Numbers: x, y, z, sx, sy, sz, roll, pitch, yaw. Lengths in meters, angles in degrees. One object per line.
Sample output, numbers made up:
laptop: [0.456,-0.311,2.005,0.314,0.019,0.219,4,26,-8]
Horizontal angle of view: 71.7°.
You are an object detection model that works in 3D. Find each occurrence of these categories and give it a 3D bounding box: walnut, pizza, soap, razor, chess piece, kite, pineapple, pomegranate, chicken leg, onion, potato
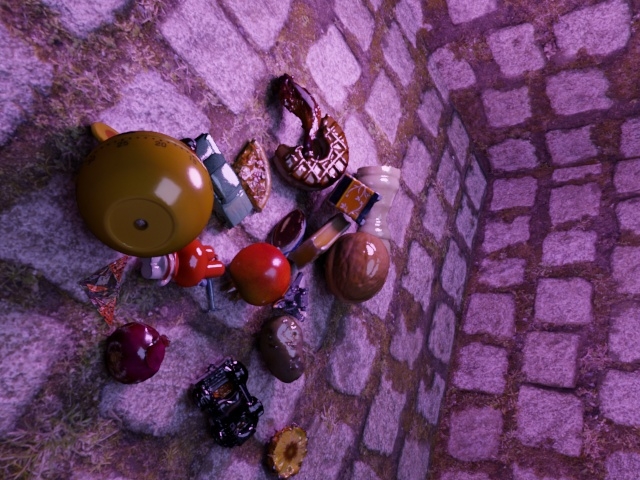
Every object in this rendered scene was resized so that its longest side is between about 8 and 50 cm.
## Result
walnut: [0.159,0.121,1.951,0.333,0.333,0.332,5,84,-51]
pizza: [-0.258,-0.247,1.652,0.197,0.058,0.291,1,87,-50]
soap: [0.000,0.000,1.846,0.089,0.173,0.274,50,39,-3]
razor: [-0.373,0.175,1.505,0.068,0.040,0.134,-5,85,-52]
chess piece: [0.270,-0.134,2.189,0.234,0.234,0.441,10,85,-50]
kite: [-0.611,0.127,1.230,0.125,0.008,0.222,24,69,-47]
pineapple: [-0.135,0.812,1.716,0.225,0.076,0.224,3,87,-48]
pomegranate: [-0.229,0.128,1.556,0.257,0.221,0.220,-25,110,-15]
chicken leg: [-0.068,-0.498,1.757,0.158,0.096,0.406,-9,72,-26]
onion: [-0.495,0.312,1.261,0.198,0.136,0.173,-16,103,-52]
potato: [-0.144,0.408,1.664,0.165,0.165,0.262,-13,100,-51]

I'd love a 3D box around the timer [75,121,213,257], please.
timer: [-0.467,-0.149,1.206,0.376,0.376,0.386,49,11,-37]

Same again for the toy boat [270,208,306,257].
toy boat: [-0.127,-0.019,1.772,0.115,0.114,0.262,97,16,-57]

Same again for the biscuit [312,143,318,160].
biscuit: [-0.036,-0.396,1.944,0.056,0.052,0.187,35,61,-32]

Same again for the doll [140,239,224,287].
doll: [-0.416,0.069,1.382,0.290,0.130,0.160,1,84,-57]

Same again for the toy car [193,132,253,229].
toy car: [-0.347,-0.196,1.508,0.141,0.097,0.320,-53,126,-38]

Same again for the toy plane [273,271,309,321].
toy plane: [-0.102,0.227,1.669,0.316,0.103,0.204,5,83,-82]

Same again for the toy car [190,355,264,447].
toy car: [-0.312,0.552,1.485,0.193,0.118,0.301,-34,114,-37]

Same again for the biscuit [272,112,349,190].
biscuit: [-0.017,-0.346,1.846,0.268,0.115,0.366,50,60,-11]

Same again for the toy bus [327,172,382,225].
toy bus: [0.143,-0.183,1.924,0.161,0.194,0.323,-57,180,7]
